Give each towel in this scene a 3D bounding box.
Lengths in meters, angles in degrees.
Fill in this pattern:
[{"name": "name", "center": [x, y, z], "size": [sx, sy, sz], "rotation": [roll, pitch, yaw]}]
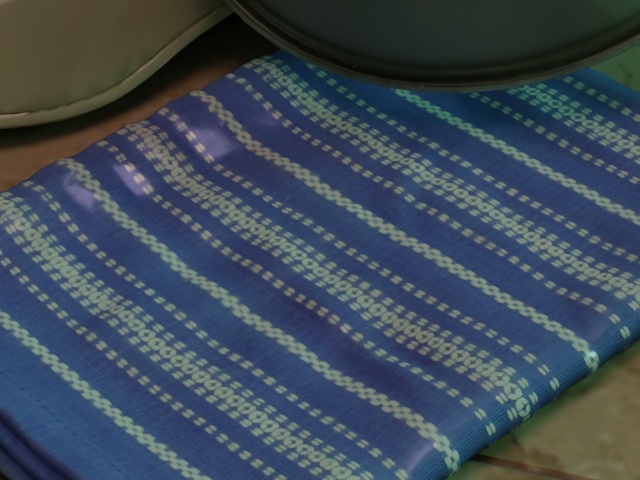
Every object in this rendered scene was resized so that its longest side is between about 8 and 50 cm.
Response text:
[{"name": "towel", "center": [0.000, 0.000, 0.761], "size": [0.336, 0.040, 0.243], "rotation": [-31, 46, -29]}]

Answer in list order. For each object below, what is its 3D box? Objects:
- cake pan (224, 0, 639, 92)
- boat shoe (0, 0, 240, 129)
[{"name": "cake pan", "center": [0.065, -0.207, 0.840], "size": [0.293, 0.054, 0.293], "rotation": [-5, 68, 12]}, {"name": "boat shoe", "center": [-0.099, -0.103, 0.903], "size": [0.206, 0.075, 0.065], "rotation": [-30, 1, -21]}]
